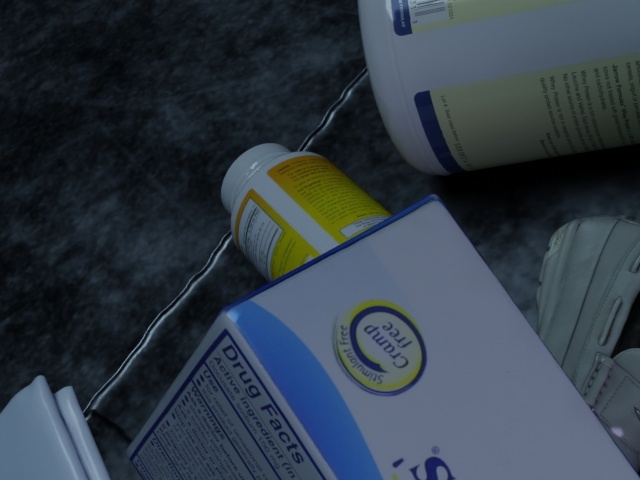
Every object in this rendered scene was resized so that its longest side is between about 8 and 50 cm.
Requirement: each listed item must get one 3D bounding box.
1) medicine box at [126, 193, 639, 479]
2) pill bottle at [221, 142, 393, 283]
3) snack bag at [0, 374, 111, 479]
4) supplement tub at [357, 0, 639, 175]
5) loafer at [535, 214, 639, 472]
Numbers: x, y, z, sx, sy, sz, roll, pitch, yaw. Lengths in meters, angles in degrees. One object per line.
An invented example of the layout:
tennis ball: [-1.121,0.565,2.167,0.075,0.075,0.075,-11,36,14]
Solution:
medicine box: [0.036,0.163,0.671,0.149,0.289,0.263,-29,79,-29]
pill bottle: [0.000,0.000,1.006,0.117,0.117,0.215,-39,48,-8]
snack bag: [-0.222,0.322,0.798,0.342,0.037,0.323,-46,58,23]
supplement tub: [0.216,-0.191,0.974,0.324,0.235,0.235,-8,51,19]
loafer: [0.206,0.111,0.827,0.111,0.112,0.319,-6,51,32]
